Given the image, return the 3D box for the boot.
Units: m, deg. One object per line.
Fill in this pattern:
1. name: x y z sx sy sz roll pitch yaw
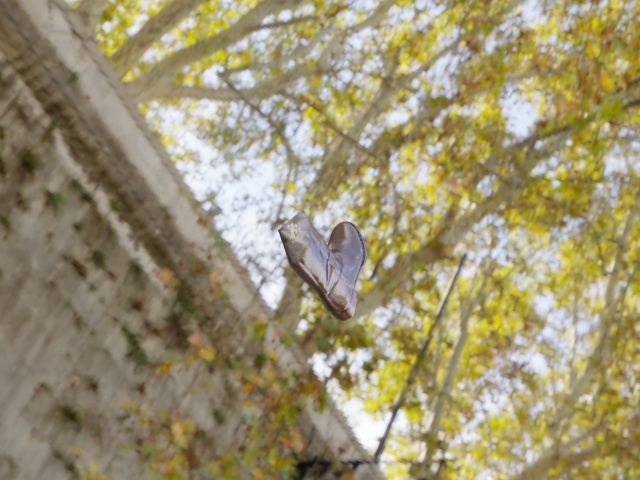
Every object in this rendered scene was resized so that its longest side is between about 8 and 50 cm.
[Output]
1. boot: 0.000 0.000 0.946 0.037 0.106 0.114 -17 -39 21
